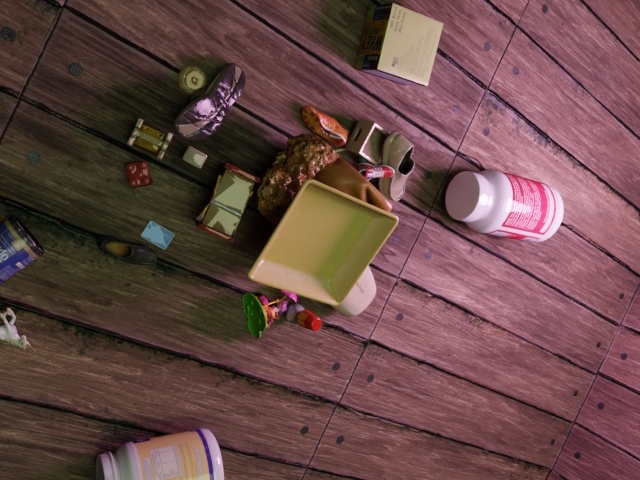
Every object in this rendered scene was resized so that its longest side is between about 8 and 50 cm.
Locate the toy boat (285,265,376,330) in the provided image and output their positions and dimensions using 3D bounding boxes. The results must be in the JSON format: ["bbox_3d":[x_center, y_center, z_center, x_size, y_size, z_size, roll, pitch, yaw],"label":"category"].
[{"bbox_3d":[0.029,0.166,2.041,0.318,0.148,0.268,-42,124,-22],"label":"toy boat"}]

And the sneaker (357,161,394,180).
[{"bbox_3d":[0.175,-0.213,1.965,0.118,0.067,0.042,9,121,3],"label":"sneaker"}]

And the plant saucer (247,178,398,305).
[{"bbox_3d":[0.000,0.000,1.736,0.332,0.081,0.333,21,113,-33],"label":"plant saucer"}]

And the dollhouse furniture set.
[{"bbox_3d":[-0.373,-0.163,1.739,0.374,0.152,0.201,25,90,-14],"label":"dollhouse furniture set"}]

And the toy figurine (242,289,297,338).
[{"bbox_3d":[-0.147,0.212,1.971,0.159,0.130,0.173,-23,135,-32],"label":"toy figurine"}]

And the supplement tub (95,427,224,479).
[{"bbox_3d":[-0.474,0.701,1.829,0.331,0.241,0.241,-2,104,-28],"label":"supplement tub"}]

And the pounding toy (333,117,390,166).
[{"bbox_3d":[0.134,-0.309,1.999,0.130,0.100,0.141,26,92,-46],"label":"pounding toy"}]

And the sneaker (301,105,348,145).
[{"bbox_3d":[0.012,-0.362,1.936,0.175,0.064,0.068,37,47,-24],"label":"sneaker"}]

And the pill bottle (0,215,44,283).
[{"bbox_3d":[-0.815,0.048,1.539,0.219,0.122,0.123,-39,118,-15],"label":"pill bottle"}]

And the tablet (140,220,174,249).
[{"bbox_3d":[-0.467,-0.015,1.783,0.083,0.006,0.054,34,85,-30],"label":"tablet"}]

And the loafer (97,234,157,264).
[{"bbox_3d":[-0.532,0.035,1.727,0.170,0.061,0.062,17,93,-32],"label":"loafer"}]

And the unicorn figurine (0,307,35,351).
[{"bbox_3d":[-0.832,0.236,1.623,0.161,0.060,0.111,-5,106,-11],"label":"unicorn figurine"}]

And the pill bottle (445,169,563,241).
[{"bbox_3d":[0.660,-0.128,2.247,0.407,0.229,0.229,9,98,-31],"label":"pill bottle"}]

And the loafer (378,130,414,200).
[{"bbox_3d":[0.253,-0.226,2.030,0.102,0.092,0.269,-42,145,-29],"label":"loafer"}]

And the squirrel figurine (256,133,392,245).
[{"bbox_3d":[-0.049,-0.098,1.864,0.370,0.281,0.397,-47,125,4],"label":"squirrel figurine"}]

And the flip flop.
[{"bbox_3d":[-0.313,-0.388,1.733,0.277,0.080,0.112,-58,140,-22],"label":"flip flop"}]

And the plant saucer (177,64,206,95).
[{"bbox_3d":[-0.354,-0.445,1.728,0.083,0.015,0.084,-8,107,-27],"label":"plant saucer"}]

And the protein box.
[{"bbox_3d":[0.244,-0.608,1.946,0.201,0.136,0.200,8,99,-31],"label":"protein box"}]
